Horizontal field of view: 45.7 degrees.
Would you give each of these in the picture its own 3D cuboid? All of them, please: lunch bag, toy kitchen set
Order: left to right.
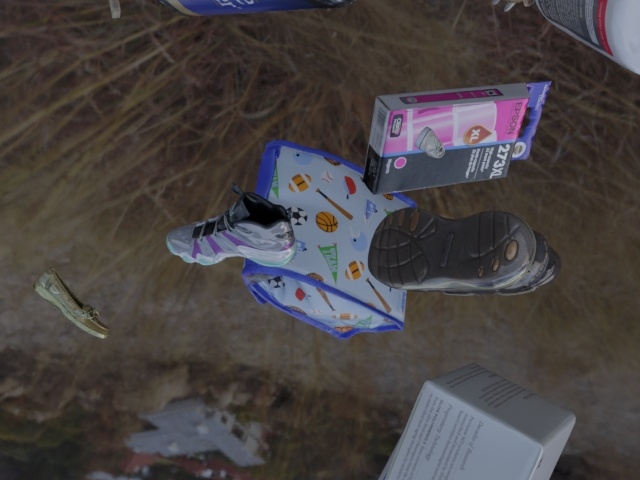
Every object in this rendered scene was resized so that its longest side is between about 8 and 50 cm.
[{"bbox_3d":[-0.443,-0.488,1.501,0.083,0.075,0.068,-11,172,-18],"label":"toy kitchen set"},{"bbox_3d":[0.000,0.000,1.654,0.238,0.328,0.385,-18,145,41],"label":"lunch bag"}]

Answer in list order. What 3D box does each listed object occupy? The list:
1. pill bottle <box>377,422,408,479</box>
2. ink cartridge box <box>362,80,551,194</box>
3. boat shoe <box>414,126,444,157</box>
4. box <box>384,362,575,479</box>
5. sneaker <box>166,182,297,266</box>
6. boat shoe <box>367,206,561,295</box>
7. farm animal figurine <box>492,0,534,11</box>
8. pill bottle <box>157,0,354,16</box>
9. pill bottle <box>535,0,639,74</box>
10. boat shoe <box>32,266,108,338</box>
[{"bbox_3d":[0.174,0.353,1.200,0.124,0.222,0.124,27,155,14],"label":"pill bottle"},{"bbox_3d":[0.263,-0.191,1.397,0.370,0.069,0.176,-10,131,-22],"label":"ink cartridge box"},{"bbox_3d":[0.168,-0.142,1.138,0.035,0.035,0.100,35,-176,17],"label":"boat shoe"},{"bbox_3d":[0.110,0.153,0.529,0.087,0.102,0.101,25,-169,28],"label":"box"},{"bbox_3d":[-0.067,-0.015,0.552,0.098,0.038,0.069,0,140,0],"label":"sneaker"},{"bbox_3d":[0.201,0.033,1.130,0.130,0.132,0.355,24,172,-29],"label":"boat shoe"},{"bbox_3d":[0.363,-0.514,1.381,0.326,0.330,0.172,-4,136,-48],"label":"farm animal figurine"},{"bbox_3d":[-0.029,-0.239,0.581,0.219,0.123,0.123,7,143,32],"label":"pill bottle"},{"bbox_3d":[0.389,-0.345,1.002,0.176,0.319,0.176,-6,122,-10],"label":"pill bottle"},{"bbox_3d":[-0.420,0.110,1.304,0.153,0.048,0.056,39,174,2],"label":"boat shoe"}]
